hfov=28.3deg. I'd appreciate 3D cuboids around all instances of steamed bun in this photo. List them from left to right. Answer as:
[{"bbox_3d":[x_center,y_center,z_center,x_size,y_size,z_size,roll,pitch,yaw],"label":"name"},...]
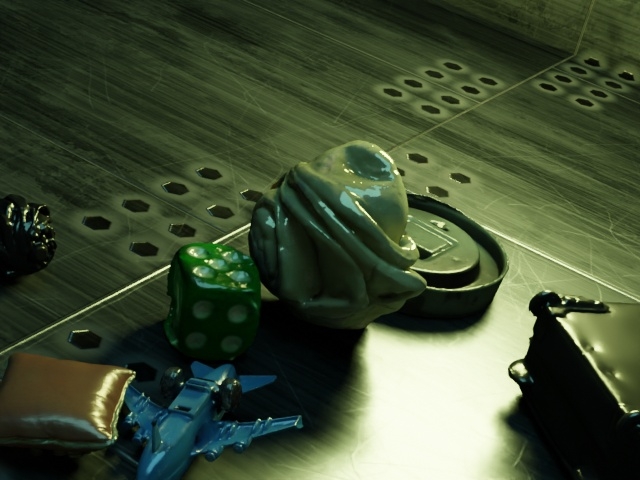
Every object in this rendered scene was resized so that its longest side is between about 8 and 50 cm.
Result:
[{"bbox_3d":[0.000,0.000,1.869,0.207,0.280,0.268,-13,78,-28],"label":"steamed bun"}]

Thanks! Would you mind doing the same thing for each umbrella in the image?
[{"bbox_3d":[-0.522,-0.044,1.914,0.340,0.118,0.118,23,28,36],"label":"umbrella"}]

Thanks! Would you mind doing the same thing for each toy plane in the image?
[{"bbox_3d":[-0.160,0.225,1.582,0.254,0.105,0.271,8,21,18],"label":"toy plane"}]

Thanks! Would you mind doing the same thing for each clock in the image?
[{"bbox_3d":[0.153,0.018,2.135,0.325,0.067,0.325,12,28,-6],"label":"clock"}]

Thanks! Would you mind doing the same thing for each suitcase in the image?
[{"bbox_3d":[0.473,0.225,1.781,0.339,0.188,0.345,2,28,-19],"label":"suitcase"}]

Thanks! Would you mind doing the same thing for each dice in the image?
[{"bbox_3d":[-0.153,0.086,1.801,0.120,0.128,0.131,5,29,-19],"label":"dice"}]

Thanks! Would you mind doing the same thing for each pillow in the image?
[{"bbox_3d":[-0.323,0.204,1.561,0.171,0.075,0.179,6,27,-1],"label":"pillow"}]

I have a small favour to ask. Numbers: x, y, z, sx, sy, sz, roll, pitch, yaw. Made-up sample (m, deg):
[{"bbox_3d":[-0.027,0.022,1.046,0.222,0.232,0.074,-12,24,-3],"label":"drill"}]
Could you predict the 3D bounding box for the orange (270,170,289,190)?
[{"bbox_3d":[-0.048,-0.081,2.226,0.086,0.062,0.086,12,66,-28],"label":"orange"}]
